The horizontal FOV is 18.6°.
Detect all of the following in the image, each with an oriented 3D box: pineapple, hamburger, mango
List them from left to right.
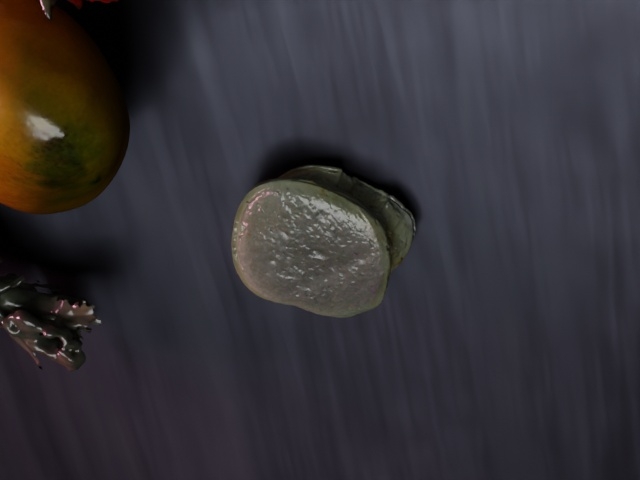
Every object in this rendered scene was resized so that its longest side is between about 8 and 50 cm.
[{"bbox_3d":[-0.356,0.015,1.625,0.361,0.175,0.175,27,130,-7],"label":"pineapple"},{"bbox_3d":[-0.219,-0.107,1.453,0.175,0.139,0.254,45,168,-2],"label":"mango"},{"bbox_3d":[0.000,0.000,1.574,0.140,0.062,0.133,20,127,3],"label":"hamburger"}]

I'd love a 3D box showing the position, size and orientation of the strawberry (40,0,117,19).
[{"bbox_3d":[-0.131,-0.278,1.375,0.228,0.098,0.174,-34,98,12],"label":"strawberry"}]
